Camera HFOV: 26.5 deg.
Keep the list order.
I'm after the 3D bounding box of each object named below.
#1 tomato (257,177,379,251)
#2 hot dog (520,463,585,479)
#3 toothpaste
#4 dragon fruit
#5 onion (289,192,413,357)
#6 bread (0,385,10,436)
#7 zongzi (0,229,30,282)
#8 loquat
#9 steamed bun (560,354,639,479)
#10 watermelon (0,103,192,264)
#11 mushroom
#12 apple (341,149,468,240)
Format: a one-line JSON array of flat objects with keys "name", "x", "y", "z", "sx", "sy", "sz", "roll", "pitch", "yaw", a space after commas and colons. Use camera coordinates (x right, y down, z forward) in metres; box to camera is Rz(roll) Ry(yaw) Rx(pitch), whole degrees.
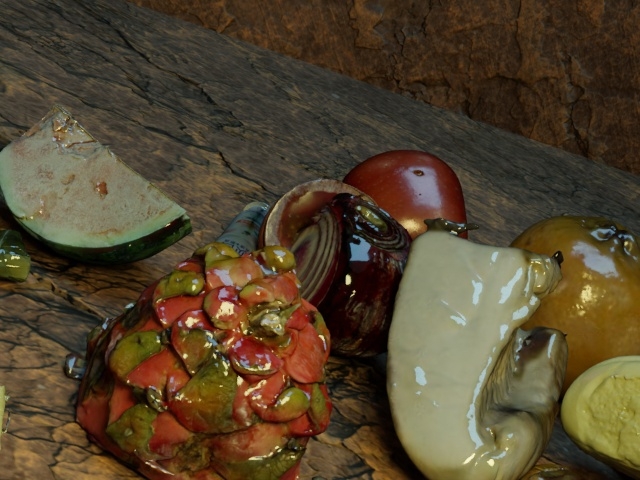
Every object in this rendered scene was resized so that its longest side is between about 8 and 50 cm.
[{"name": "tomato", "x": 0.000, "y": 0.000, "z": 2.187, "sx": 0.228, "sy": 0.199, "sz": 0.112, "roll": 48, "pitch": -12, "yaw": -21}, {"name": "hot dog", "x": 0.325, "y": 0.344, "z": 1.903, "sx": 0.140, "sy": 0.060, "sz": 0.090, "roll": 6, "pitch": 23, "yaw": -38}, {"name": "toothpaste", "x": -0.136, "y": 0.019, "z": 2.158, "sx": 0.100, "sy": 0.066, "sz": 0.323, "roll": 27, "pitch": 24, "yaw": 0}, {"name": "dragon fruit", "x": -0.105, "y": 0.127, "z": 1.602, "sx": 0.314, "sy": 0.263, "sz": 0.296, "roll": 18, "pitch": 20, "yaw": -22}, {"name": "onion", "x": 0.060, "y": 0.078, "z": 2.034, "sx": 0.206, "sy": 0.216, "sz": 0.207, "roll": 22, "pitch": 28, "yaw": -26}, {"name": "bread", "x": -0.333, "y": 0.205, "z": 1.376, "sx": 0.109, "sy": 0.084, "sz": 0.080, "roll": 39, "pitch": 24, "yaw": 33}, {"name": "zongzi", "x": -0.445, "y": 0.016, "z": 1.793, "sx": 0.113, "sy": 0.052, "sz": 0.104, "roll": 3, "pitch": 19, "yaw": -22}, {"name": "loquat", "x": 0.436, "y": 0.112, "z": 2.275, "sx": 0.328, "sy": 0.328, "sz": 0.328, "roll": 23, "pitch": 19, "yaw": -9}, {"name": "steamed bun", "x": 0.490, "y": 0.266, "z": 1.954, "sx": 0.273, "sy": 0.166, "sz": 0.232, "roll": 17, "pitch": -10, "yaw": 46}, {"name": "watermelon", "x": -0.308, "y": -0.054, "z": 1.934, "sx": 0.305, "sy": 0.180, "sz": 0.224, "roll": 35, "pitch": 32, "yaw": 28}, {"name": "mushroom", "x": 0.213, "y": 0.220, "z": 1.899, "sx": 0.224, "sy": 0.314, "sz": 0.397, "roll": 4, "pitch": 49, "yaw": 16}, {"name": "apple", "x": 0.137, "y": -0.027, "z": 2.332, "sx": 0.216, "sy": 0.260, "sz": 0.260, "roll": -3, "pitch": 26, "yaw": -10}]
